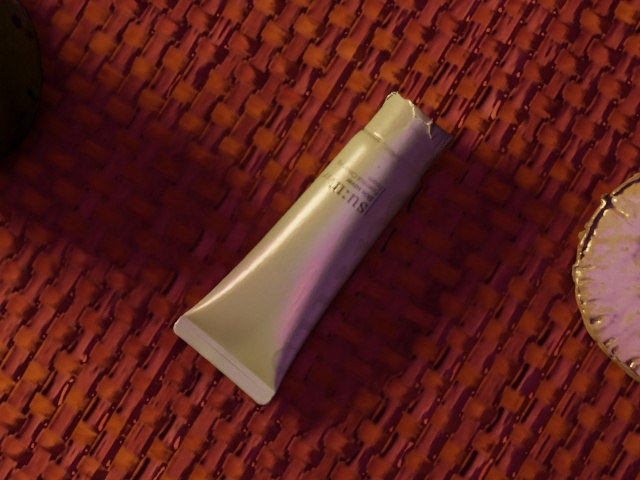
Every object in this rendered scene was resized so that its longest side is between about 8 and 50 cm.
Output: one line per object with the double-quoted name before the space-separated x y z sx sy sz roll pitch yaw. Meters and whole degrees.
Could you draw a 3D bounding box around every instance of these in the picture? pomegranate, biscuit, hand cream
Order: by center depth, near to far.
"biscuit" 0.229 0.023 1.061 0.152 0.020 0.152 -1 81 5
"pomegranate" -0.245 -0.123 1.068 0.148 0.148 0.169 -22 73 1
"hand cream" 0.000 0.000 1.071 0.078 0.050 0.205 39 90 10
